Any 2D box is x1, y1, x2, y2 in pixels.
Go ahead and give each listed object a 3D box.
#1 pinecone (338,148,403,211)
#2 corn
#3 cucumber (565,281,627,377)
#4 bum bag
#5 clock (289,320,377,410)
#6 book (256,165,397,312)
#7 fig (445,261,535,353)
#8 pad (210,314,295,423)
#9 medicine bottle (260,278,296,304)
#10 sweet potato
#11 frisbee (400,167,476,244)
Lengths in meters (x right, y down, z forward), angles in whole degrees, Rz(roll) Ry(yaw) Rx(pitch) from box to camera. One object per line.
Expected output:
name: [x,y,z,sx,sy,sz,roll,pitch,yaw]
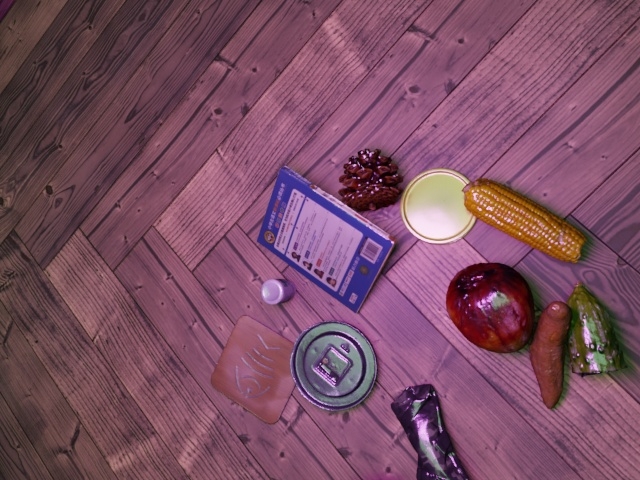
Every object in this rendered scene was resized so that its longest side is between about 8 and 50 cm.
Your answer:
pinecone: [0.147,-0.184,1.475,0.207,0.207,0.208,-1,86,19]
corn: [0.560,-0.058,1.358,0.363,0.120,0.120,34,97,13]
cucumber: [0.710,0.231,1.291,0.134,0.134,0.245,-12,74,18]
bum bag: [0.315,0.587,1.401,0.144,0.095,0.341,-29,64,19]
clock: [0.043,0.387,1.532,0.280,0.055,0.281,-1,86,16]
book: [0.000,0.000,1.523,0.428,0.039,0.300,35,125,17]
fig: [0.471,0.184,1.328,0.224,0.224,0.263,-34,77,14]
pad: [-0.212,0.433,1.643,0.286,0.018,0.284,27,95,19]
medicine bottle: [-0.132,0.163,1.575,0.080,0.130,0.080,-1,87,19]
sweet potato: [0.610,0.292,1.307,0.092,0.114,0.342,-5,116,5]
frisbee: [0.360,-0.104,1.484,0.235,0.017,0.236,-1,86,19]
